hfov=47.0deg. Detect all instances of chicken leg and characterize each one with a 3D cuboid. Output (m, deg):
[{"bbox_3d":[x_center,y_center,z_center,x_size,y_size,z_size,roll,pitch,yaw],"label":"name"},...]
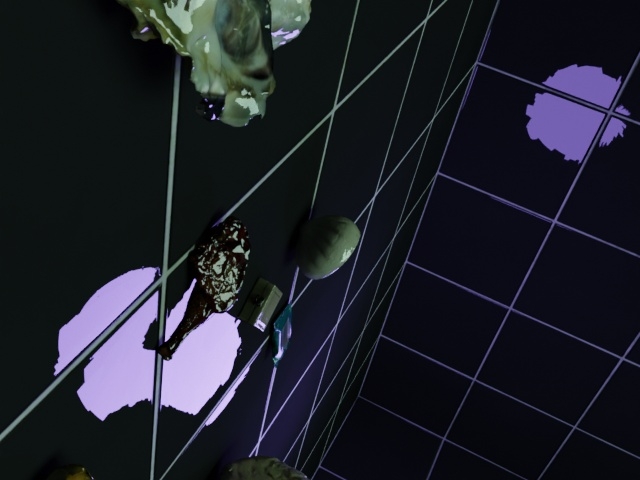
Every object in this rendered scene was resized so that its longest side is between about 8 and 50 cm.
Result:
[{"bbox_3d":[-0.151,0.063,0.972,0.093,0.053,0.205,5,104,-52],"label":"chicken leg"}]

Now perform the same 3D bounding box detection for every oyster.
[{"bbox_3d":[-0.068,-0.221,0.656,0.237,0.115,0.351,-62,165,24],"label":"oyster"}]

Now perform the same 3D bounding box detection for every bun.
[{"bbox_3d":[0.000,0.000,1.375,0.138,0.094,0.138,-39,-158,19],"label":"bun"}]

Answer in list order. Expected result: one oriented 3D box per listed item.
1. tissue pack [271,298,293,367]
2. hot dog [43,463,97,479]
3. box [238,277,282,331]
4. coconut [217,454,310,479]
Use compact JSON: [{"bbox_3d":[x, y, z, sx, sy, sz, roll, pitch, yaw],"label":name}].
[{"bbox_3d":[-0.083,0.195,1.544,0.085,0.028,0.138,-57,160,-47],"label":"tissue pack"},{"bbox_3d":[-0.261,0.367,0.883,0.083,0.068,0.288,-59,147,-40],"label":"hot dog"},{"bbox_3d":[-0.104,0.112,1.280,0.079,0.035,0.083,-63,166,-12],"label":"box"},{"bbox_3d":[-0.148,0.650,1.580,0.297,0.298,0.309,-50,158,-50],"label":"coconut"}]
